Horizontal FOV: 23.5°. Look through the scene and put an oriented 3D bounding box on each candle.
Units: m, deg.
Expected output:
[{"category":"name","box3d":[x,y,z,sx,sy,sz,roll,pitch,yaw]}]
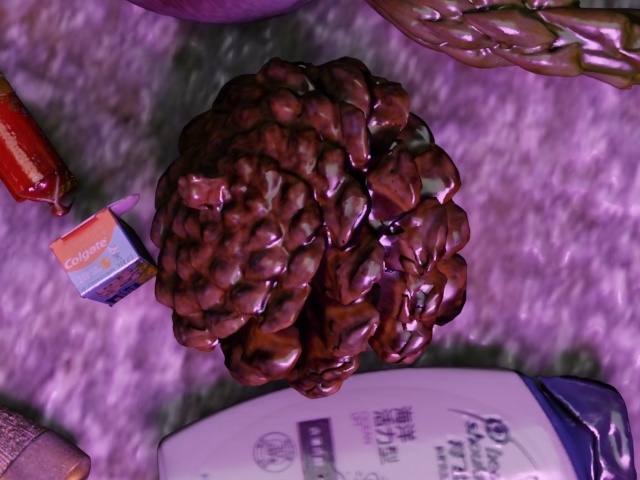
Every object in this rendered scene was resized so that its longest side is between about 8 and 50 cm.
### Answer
[{"category":"candle","box3d":[-0.237,-0.073,1.201,0.052,0.052,0.131,-37,90,-3]}]

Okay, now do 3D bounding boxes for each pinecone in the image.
[{"category":"pinecone","box3d":[-0.005,-0.012,1.119,0.243,0.257,0.244,2,95,23]}]

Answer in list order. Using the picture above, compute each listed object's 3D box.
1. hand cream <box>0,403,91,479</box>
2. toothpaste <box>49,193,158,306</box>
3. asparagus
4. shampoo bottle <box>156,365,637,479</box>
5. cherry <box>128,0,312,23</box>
[{"category":"hand cream","box3d":[-0.276,0.142,1.185,0.203,0.084,0.084,37,87,7]},{"category":"toothpaste","box3d":[-0.146,0.009,1.129,0.070,0.193,0.044,-33,87,-4]},{"category":"asparagus","box3d":[0.171,-0.163,1.207,0.287,0.080,0.080,13,88,-1]},{"category":"shampoo bottle","box3d":[0.057,0.166,1.189,0.359,0.078,0.134,-9,85,-2]},{"category":"cherry","box3d":[-0.066,-0.269,1.150,0.266,0.183,0.213,-26,80,13]}]
